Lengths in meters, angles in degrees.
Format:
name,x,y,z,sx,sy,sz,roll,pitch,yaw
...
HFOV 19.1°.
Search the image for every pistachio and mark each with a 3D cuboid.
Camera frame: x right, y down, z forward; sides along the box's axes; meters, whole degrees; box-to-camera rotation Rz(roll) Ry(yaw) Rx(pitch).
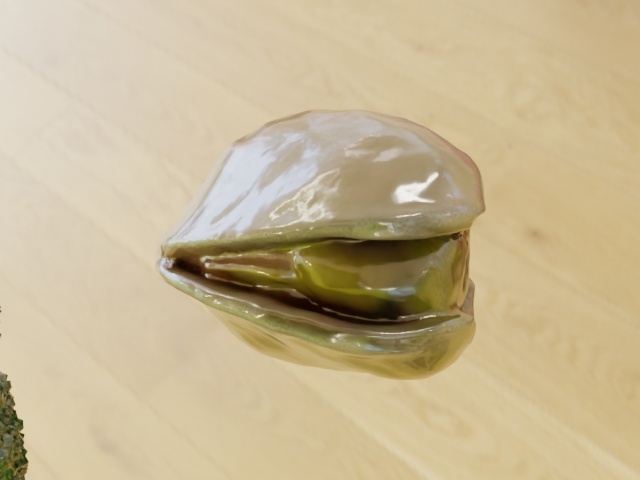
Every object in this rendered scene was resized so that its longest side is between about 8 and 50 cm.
name,x,y,z,sx,sy,sz,roll,pitch,yaw
pistachio,0.000,0.000,1.195,0.197,0.166,0.288,-3,3,-19

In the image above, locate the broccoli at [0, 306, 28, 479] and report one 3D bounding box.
name,x,y,z,sx,sy,sz,roll,pitch,yaw
broccoli,-0.280,0.088,0.896,0.283,0.321,0.304,9,15,-1
